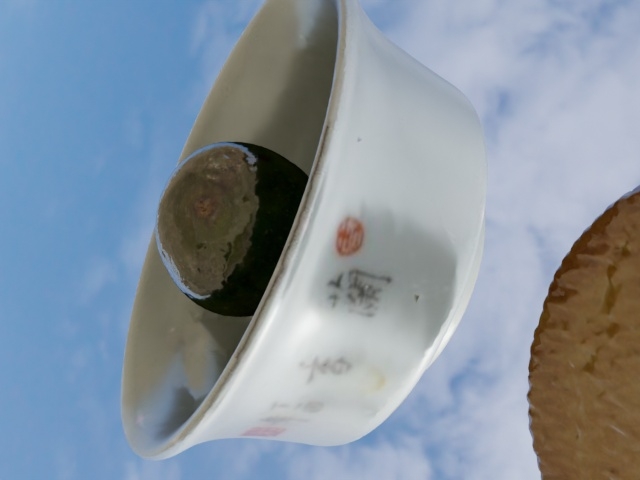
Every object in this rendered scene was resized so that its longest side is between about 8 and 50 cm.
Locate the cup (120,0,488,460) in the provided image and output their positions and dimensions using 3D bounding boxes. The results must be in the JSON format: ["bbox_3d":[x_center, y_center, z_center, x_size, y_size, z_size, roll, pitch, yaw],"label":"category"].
[{"bbox_3d":[0.000,0.000,0.751,0.347,0.163,0.347,-51,-152,40],"label":"cup"}]

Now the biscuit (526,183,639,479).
[{"bbox_3d":[0.225,0.104,0.533,0.305,0.038,0.305,18,-66,48],"label":"biscuit"}]

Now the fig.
[{"bbox_3d":[-0.033,-0.002,0.747,0.117,0.177,0.117,-8,-106,31],"label":"fig"}]
